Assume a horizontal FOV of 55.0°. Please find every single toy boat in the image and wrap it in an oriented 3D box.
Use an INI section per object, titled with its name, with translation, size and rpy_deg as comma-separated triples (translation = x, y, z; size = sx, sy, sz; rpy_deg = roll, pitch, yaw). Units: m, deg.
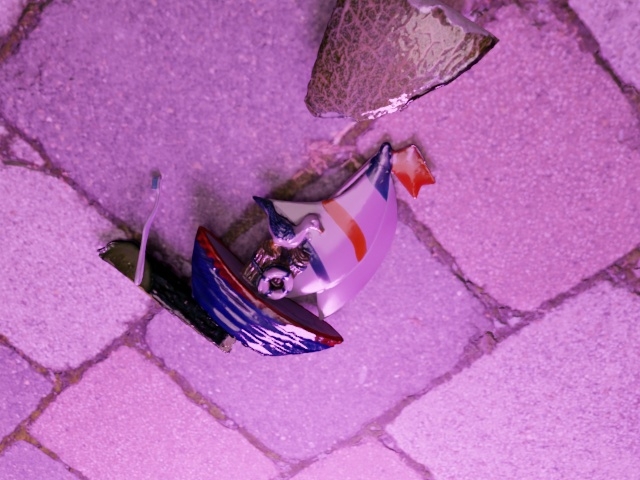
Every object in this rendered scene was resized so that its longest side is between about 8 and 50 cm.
[toy boat]
translation = 0.002, 0.028, 0.742
size = 0.318, 0.072, 0.219
rpy_deg = -23, 110, 5

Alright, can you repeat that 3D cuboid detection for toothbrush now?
[toothbrush]
translation = -0.204, -0.011, 0.727
size = 0.013, 0.011, 0.131
rpy_deg = 11, 90, 11

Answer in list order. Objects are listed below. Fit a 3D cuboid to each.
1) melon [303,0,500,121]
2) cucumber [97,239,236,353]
[melon]
translation = 0.059, -0.202, 0.600
size = 0.202, 0.093, 0.139
rpy_deg = -18, 116, 22
[cucumber]
translation = -0.182, 0.073, 0.771
size = 0.220, 0.070, 0.046
rpy_deg = 41, 83, -17
